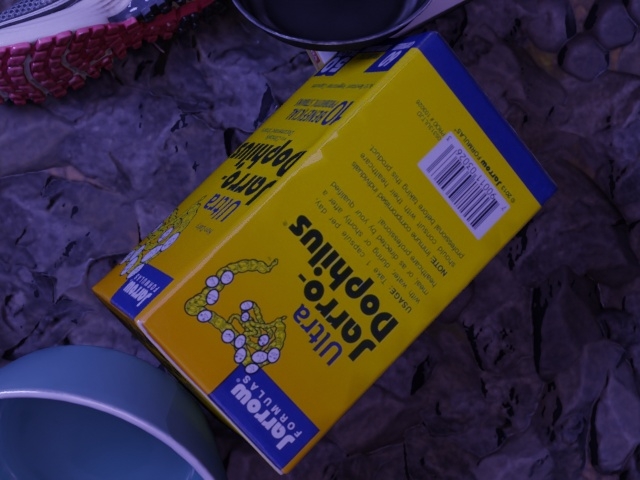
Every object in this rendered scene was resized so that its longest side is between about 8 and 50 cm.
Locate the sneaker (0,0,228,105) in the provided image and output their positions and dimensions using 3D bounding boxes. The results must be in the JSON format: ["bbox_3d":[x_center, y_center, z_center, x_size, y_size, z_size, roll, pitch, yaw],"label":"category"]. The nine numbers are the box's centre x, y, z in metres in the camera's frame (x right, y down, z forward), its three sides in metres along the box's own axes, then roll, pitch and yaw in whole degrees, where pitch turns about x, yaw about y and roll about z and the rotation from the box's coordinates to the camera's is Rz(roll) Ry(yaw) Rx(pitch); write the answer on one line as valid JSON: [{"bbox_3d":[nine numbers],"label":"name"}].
[{"bbox_3d":[-0.218,-0.224,1.168,0.299,0.121,0.112,-28,77,-19],"label":"sneaker"}]

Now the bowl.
[{"bbox_3d":[-0.207,0.213,1.068,0.311,0.163,0.312,2,119,4],"label":"bowl"}]

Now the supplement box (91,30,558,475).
[{"bbox_3d":[0.000,0.000,1.125,0.356,0.194,0.195,-45,109,-11],"label":"supplement box"}]

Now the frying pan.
[{"bbox_3d":[-0.021,-0.284,1.165,0.197,0.053,0.326,-26,56,-16],"label":"frying pan"}]

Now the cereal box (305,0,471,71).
[{"bbox_3d":[0.065,-0.294,1.255,0.240,0.047,0.173,-29,92,-12],"label":"cereal box"}]
